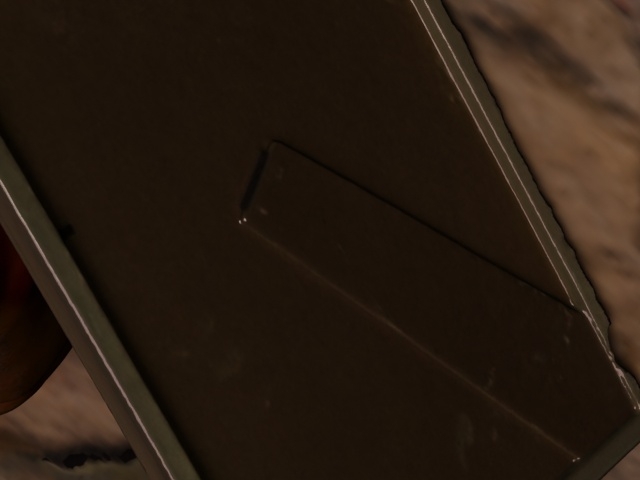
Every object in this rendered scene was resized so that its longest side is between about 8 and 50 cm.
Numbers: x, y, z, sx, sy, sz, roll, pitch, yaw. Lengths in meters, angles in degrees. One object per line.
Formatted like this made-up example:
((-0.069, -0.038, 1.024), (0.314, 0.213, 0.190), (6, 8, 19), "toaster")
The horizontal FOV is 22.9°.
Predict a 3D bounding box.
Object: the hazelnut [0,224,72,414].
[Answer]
((-0.157, -0.041, 0.624), (0.181, 0.212, 0.180), (26, 77, -5), "hazelnut")

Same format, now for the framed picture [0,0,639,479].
((0.000, 0.000, 0.587), (0.020, 0.211, 0.289), (-18, 104, 56), "framed picture")
